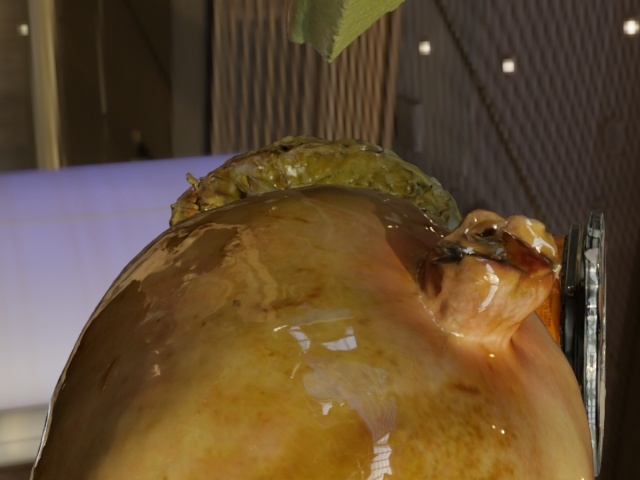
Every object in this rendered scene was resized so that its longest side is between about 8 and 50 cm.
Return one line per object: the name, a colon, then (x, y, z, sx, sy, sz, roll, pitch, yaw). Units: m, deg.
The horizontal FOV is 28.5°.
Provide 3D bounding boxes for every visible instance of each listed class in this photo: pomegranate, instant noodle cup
pomegranate: (0.006, 0.089, 0.554, 0.270, 0.229, 0.252, -44, -161, 36)
instant noodle cup: (0.131, 0.069, 0.863, 0.177, 0.126, 0.208, -73, 158, -51)

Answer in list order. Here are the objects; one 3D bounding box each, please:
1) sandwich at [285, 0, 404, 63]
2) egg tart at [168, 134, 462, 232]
sandwich: (0.081, -0.233, 0.836, 0.063, 0.245, 0.212, 49, -13, 5)
egg tart: (0.000, 0.000, 1.061, 0.232, 0.252, 0.098, -57, 154, -50)
